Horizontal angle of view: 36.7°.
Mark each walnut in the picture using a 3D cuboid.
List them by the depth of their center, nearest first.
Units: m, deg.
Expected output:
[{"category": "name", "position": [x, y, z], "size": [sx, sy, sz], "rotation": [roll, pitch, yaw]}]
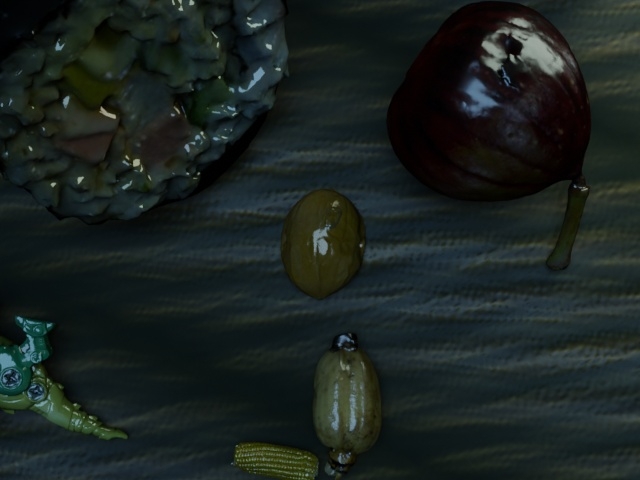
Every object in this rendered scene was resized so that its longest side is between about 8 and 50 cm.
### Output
[{"category": "walnut", "position": [0.000, 0.000, 1.016], "size": [0.091, 0.052, 0.121], "rotation": [3, 81, 8]}]

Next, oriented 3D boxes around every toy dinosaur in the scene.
[{"category": "toy dinosaur", "position": [-0.319, 0.141, 1.008], "size": [0.259, 0.094, 0.153], "rotation": [15, 85, -9]}]

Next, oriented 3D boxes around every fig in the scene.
[{"category": "fig", "position": [0.200, -0.115, 0.955], "size": [0.249, 0.186, 0.204], "rotation": [32, 68, 0]}]

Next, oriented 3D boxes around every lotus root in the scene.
[{"category": "lotus root", "position": [0.026, 0.171, 0.988], "size": [0.072, 0.063, 0.152], "rotation": [10, 76, -21]}]

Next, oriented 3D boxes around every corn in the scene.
[{"category": "corn", "position": [-0.047, 0.229, 0.999], "size": [0.092, 0.037, 0.037], "rotation": [8, 84, 5]}]

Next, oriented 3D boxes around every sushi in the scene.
[{"category": "sushi", "position": [-0.220, -0.217, 0.954], "size": [0.328, 0.328, 0.285], "rotation": [-47, 53, 6]}]
